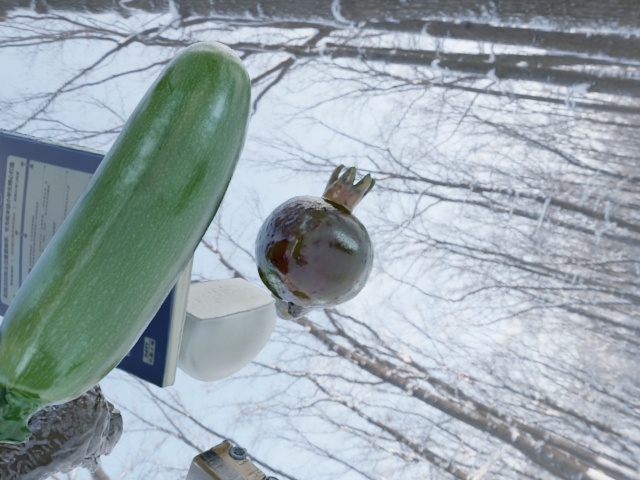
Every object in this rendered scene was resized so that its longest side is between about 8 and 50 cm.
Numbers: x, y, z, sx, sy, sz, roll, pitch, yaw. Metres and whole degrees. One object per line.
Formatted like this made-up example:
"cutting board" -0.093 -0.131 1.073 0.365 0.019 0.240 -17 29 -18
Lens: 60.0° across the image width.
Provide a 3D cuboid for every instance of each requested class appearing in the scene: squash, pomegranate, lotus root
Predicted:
"squash" -0.153 -0.019 0.472 0.394 0.107 0.107 -65 -34 -22
"pomegranate" 0.012 0.003 0.889 0.246 0.198 0.198 -36 -40 1
"lotus root" -0.048 0.126 1.509 0.260 0.128 0.145 -44 5 43

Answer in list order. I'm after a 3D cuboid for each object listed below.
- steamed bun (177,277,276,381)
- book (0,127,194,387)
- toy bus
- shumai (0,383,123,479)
"steamed bun" -0.211 0.180 1.102 0.242 0.146 0.164 -7 -63 -53
"book" -0.363 0.010 0.815 0.039 0.428 0.299 -9 -68 -62
"toy bus" -0.136 0.431 0.930 0.103 0.182 0.091 -5 -62 -54
"shumai" -0.452 0.351 0.953 0.218 0.184 0.185 -32 -55 -21
